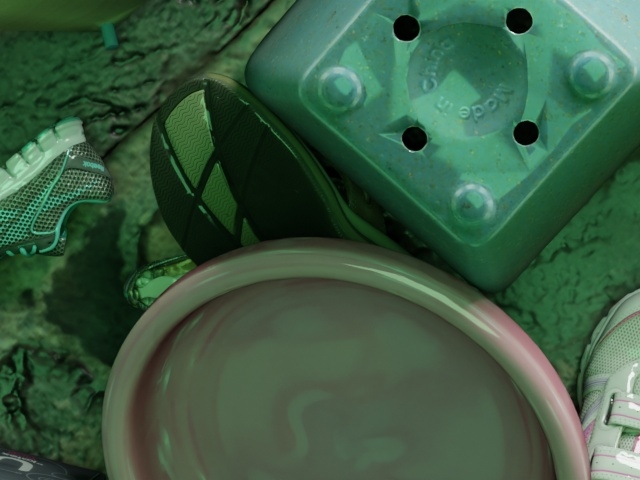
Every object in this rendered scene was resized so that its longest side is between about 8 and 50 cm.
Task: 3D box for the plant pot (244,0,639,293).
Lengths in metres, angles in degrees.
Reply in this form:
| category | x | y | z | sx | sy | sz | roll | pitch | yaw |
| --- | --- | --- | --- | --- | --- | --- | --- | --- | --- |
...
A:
| category | x | y | z | sx | sy | sz | roll | pitch | yaw |
| --- | --- | --- | --- | --- | --- | --- | --- | --- | --- |
| plant pot | 0.101 | -0.113 | 1.129 | 0.247 | 0.252 | 0.248 | 41 | 105 | -2 |

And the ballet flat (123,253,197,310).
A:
| category | x | y | z | sx | sy | sz | roll | pitch | yaw |
| --- | --- | --- | --- | --- | --- | --- | --- | --- | --- |
| ballet flat | -0.086 | 0.025 | 1.269 | 0.114 | 0.041 | 0.041 | -17 | 93 | 2 |

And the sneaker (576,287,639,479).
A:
| category | x | y | z | sx | sy | sz | roll | pitch | yaw |
| --- | --- | --- | --- | --- | --- | --- | --- | --- | --- |
| sneaker | 0.222 | 0.157 | 1.231 | 0.103 | 0.111 | 0.252 | 10 | 93 | 1 |

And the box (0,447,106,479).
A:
| category | x | y | z | sx | sy | sz | roll | pitch | yaw |
| --- | --- | --- | --- | --- | --- | --- | --- | --- | --- |
| box | -0.264 | 0.281 | 1.236 | 0.165 | 0.143 | 0.270 | 15 | 93 | -1 |

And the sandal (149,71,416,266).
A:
| category | x | y | z | sx | sy | sz | roll | pitch | yaw |
| --- | --- | --- | --- | --- | --- | --- | --- | --- | --- |
| sandal | 0.000 | 0.002 | 1.246 | 0.120 | 0.086 | 0.303 | -37 | 110 | 28 |

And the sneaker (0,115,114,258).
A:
| category | x | y | z | sx | sy | sz | roll | pitch | yaw |
| --- | --- | --- | --- | --- | --- | --- | --- | --- | --- |
| sneaker | -0.215 | -0.011 | 1.261 | 0.166 | 0.065 | 0.076 | -40 | 95 | 5 |

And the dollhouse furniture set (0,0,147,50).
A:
| category | x | y | z | sx | sy | sz | roll | pitch | yaw |
| --- | --- | --- | --- | --- | --- | --- | --- | --- | --- |
| dollhouse furniture set | -0.233 | -0.231 | 1.185 | 0.303 | 0.286 | 0.198 | -5 | 74 | -37 |

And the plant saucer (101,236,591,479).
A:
| category | x | y | z | sx | sy | sz | roll | pitch | yaw |
| --- | --- | --- | --- | --- | --- | --- | --- | --- | --- |
| plant saucer | 0.020 | 0.140 | 1.200 | 0.332 | 0.084 | 0.332 | 8 | 119 | 14 |
